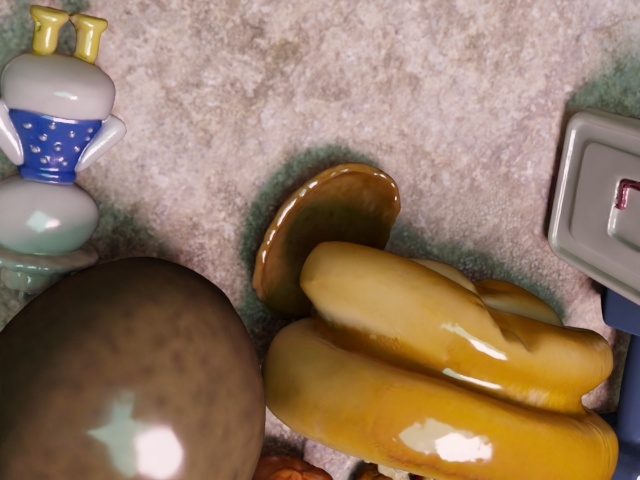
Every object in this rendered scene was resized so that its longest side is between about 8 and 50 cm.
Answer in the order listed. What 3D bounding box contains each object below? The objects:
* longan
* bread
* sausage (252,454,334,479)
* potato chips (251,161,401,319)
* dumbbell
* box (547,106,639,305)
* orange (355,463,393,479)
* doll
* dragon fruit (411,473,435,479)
[{"bbox_3d":[-0.188,0.176,0.799,0.289,0.288,0.350,-10,135,-11],"label":"longan"},{"bbox_3d":[0.141,0.159,0.938,0.424,0.329,0.245,17,70,-25],"label":"bread"},{"bbox_3d":[-0.048,0.382,1.001,0.141,0.153,0.267,4,114,15],"label":"sausage"},{"bbox_3d":[0.000,0.000,0.921,0.150,0.049,0.201,14,108,-28],"label":"potato chips"},{"bbox_3d":[0.418,0.179,1.053,0.144,0.160,0.324,-17,117,-40],"label":"dumbbell"},{"bbox_3d":[0.408,-0.032,0.897,0.168,0.294,0.193,-8,114,-24],"label":"box"},{"bbox_3d":[0.083,0.326,1.061,0.062,0.086,0.086,-8,120,-56],"label":"orange"},{"bbox_3d":[-0.262,-0.073,0.793,0.138,0.119,0.293,2,106,-33],"label":"doll"},{"bbox_3d":[0.174,0.383,1.074,0.133,0.207,0.150,3,152,0],"label":"dragon fruit"}]
